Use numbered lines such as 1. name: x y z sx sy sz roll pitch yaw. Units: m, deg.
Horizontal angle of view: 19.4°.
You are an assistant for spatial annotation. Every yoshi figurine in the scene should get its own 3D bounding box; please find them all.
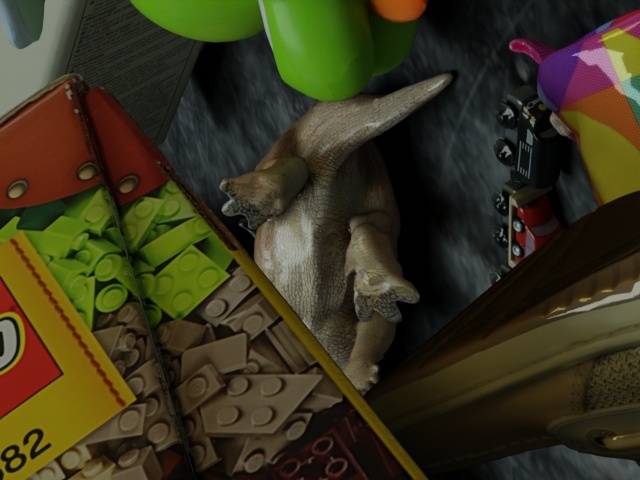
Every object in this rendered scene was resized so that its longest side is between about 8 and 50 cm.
1. yoshi figurine: -0.065 -0.239 0.915 0.203 0.203 0.362 -127 19 -69

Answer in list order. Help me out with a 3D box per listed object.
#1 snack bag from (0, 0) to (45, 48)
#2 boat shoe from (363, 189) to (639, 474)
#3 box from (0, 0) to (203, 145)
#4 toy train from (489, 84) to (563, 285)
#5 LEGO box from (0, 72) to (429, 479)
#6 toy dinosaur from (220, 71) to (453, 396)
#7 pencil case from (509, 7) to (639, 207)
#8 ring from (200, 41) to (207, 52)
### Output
1. snack bag: -0.161 -0.302 0.903 0.323 0.037 0.342 75 -162 -67
2. boat shoe: 0.124 0.036 0.600 0.302 0.109 0.098 -29 98 48
3. box: -0.154 -0.158 1.192 0.121 0.148 0.311 52 148 14
4. toy train: 0.104 -0.006 0.929 0.036 0.027 0.158 37 144 37
5. LEGO box: 0.018 0.241 0.676 0.372 0.193 0.500 48 172 45
6. toy dinosaur: 0.000 0.000 1.088 0.200 0.127 0.296 -69 -5 -59
7. pencil case: 0.159 0.016 0.700 0.236 0.104 0.104 69 160 2
8. ring: -0.159 -0.281 1.321 0.336 0.032 0.336 51 154 38
